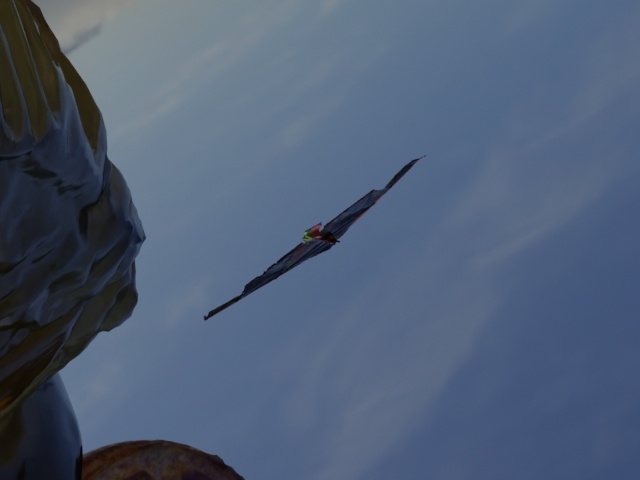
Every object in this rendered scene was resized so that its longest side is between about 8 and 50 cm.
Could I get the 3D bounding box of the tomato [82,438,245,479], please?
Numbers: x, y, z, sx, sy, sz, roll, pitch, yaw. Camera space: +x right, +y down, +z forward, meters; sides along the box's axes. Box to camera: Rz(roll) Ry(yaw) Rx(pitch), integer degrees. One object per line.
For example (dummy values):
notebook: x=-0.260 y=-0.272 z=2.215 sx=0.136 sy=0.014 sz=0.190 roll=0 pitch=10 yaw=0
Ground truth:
tomato: x=-0.123 y=0.251 z=0.936 sx=0.095 sy=0.236 sz=0.237 roll=-18 pitch=-160 yaw=41

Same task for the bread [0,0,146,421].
bread: x=-0.177 y=-0.023 z=0.475 sx=0.236 sy=0.183 sz=0.388 roll=-42 pitch=172 yaw=-19

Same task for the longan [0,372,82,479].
longan: x=-0.248 y=0.123 z=0.777 sx=0.248 sy=0.248 sz=0.248 roll=-30 pitch=-166 yaw=9

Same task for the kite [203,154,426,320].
kite: x=0.000 y=0.000 z=0.997 sx=0.190 sy=0.010 sz=0.159 roll=-38 pitch=172 yaw=6
